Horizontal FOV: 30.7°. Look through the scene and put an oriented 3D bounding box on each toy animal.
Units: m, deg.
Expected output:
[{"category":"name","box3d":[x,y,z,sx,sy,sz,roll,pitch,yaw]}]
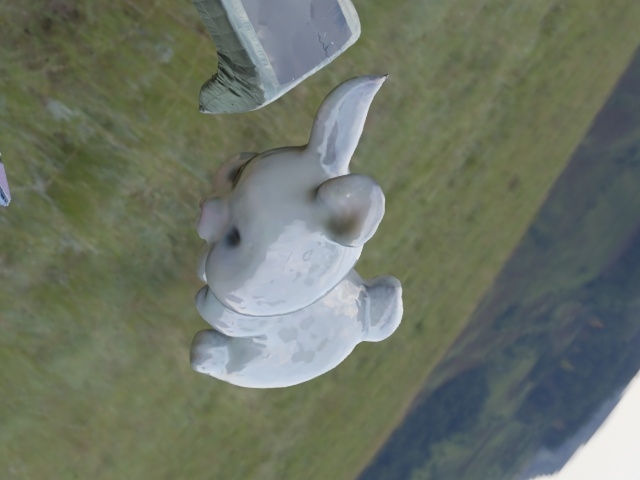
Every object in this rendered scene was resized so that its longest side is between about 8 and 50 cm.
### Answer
[{"category":"toy animal","box3d":[-0.011,0.002,1.222,0.368,0.241,0.196,103,-15,-52]}]

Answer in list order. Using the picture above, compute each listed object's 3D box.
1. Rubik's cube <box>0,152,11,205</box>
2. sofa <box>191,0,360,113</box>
[{"category":"Rubik's cube","box3d":[-0.424,-0.117,1.364,0.211,0.178,0.190,-42,-178,-23]},{"category":"sofa","box3d":[-0.089,-0.307,1.532,0.210,0.225,0.176,-41,-154,-27]}]
